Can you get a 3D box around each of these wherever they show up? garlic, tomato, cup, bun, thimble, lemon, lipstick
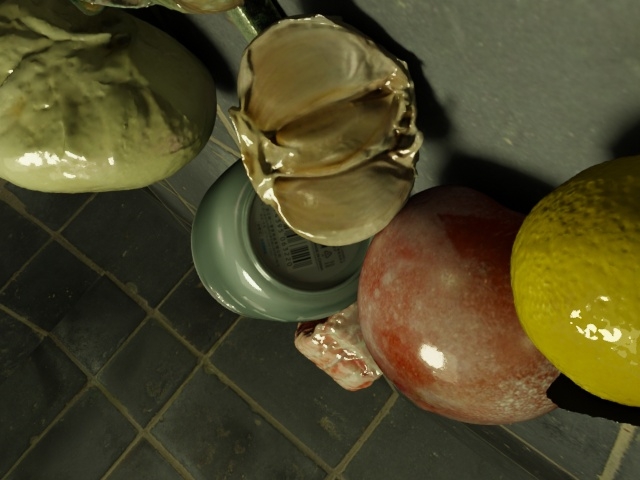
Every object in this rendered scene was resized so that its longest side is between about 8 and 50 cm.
[{"bbox_3d":[0.012,-0.114,0.682,0.143,0.177,0.230,-71,-33,-75],"label":"garlic"},{"bbox_3d":[0.162,0.079,0.715,0.270,0.227,0.270,37,173,5],"label":"tomato"},{"bbox_3d":[0.000,0.000,0.969,0.356,0.260,0.274,11,174,-14],"label":"cup"},{"bbox_3d":[-0.331,-0.225,0.945,0.361,0.361,0.213,37,147,14],"label":"bun"},{"bbox_3d":[0.076,0.160,1.267,0.162,0.239,0.239,43,167,-9],"label":"thimble"},{"bbox_3d":[0.232,0.027,0.461,0.178,0.178,0.203,45,154,-21],"label":"lemon"},{"bbox_3d":[-0.050,-0.218,0.738,0.051,0.051,0.312,15,149,51],"label":"lipstick"}]

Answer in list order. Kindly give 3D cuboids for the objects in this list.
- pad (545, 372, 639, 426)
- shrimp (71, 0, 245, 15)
[{"bbox_3d":[0.360,0.116,0.549,0.249,0.055,0.323,4,179,39],"label":"pad"},{"bbox_3d":[-0.211,-0.297,0.689,0.221,0.110,0.445,23,-176,-30],"label":"shrimp"}]
